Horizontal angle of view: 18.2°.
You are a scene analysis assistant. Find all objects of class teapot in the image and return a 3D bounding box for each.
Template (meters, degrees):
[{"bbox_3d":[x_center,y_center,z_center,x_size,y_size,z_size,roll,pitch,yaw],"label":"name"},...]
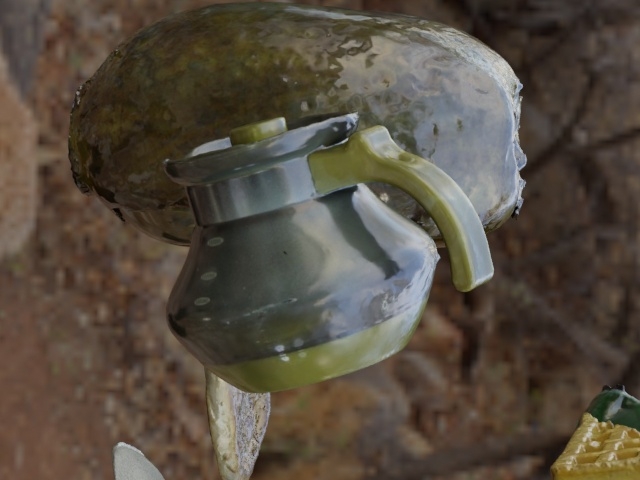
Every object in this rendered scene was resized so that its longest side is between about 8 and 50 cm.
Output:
[{"bbox_3d":[0.000,0.000,0.916,0.130,0.165,0.119,-25,101,-53],"label":"teapot"}]

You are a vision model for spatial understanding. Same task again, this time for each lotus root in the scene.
[{"bbox_3d":[-0.013,-0.069,1.208,0.160,0.275,0.152,-63,151,-81],"label":"lotus root"}]

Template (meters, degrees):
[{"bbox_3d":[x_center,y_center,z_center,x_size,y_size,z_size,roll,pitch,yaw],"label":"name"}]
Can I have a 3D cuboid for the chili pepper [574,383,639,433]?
[{"bbox_3d":[0.213,0.247,1.562,0.270,0.136,0.099,-55,144,-19],"label":"chili pepper"}]

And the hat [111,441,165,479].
[{"bbox_3d":[-0.125,0.296,2.030,0.245,0.149,0.214,-82,155,-63],"label":"hat"}]

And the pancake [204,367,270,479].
[{"bbox_3d":[-0.060,0.112,1.511,0.158,0.028,0.158,0,90,-79],"label":"pancake"}]

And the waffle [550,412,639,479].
[{"bbox_3d":[0.232,0.144,1.406,0.191,0.125,0.032,-29,109,-71],"label":"waffle"}]
